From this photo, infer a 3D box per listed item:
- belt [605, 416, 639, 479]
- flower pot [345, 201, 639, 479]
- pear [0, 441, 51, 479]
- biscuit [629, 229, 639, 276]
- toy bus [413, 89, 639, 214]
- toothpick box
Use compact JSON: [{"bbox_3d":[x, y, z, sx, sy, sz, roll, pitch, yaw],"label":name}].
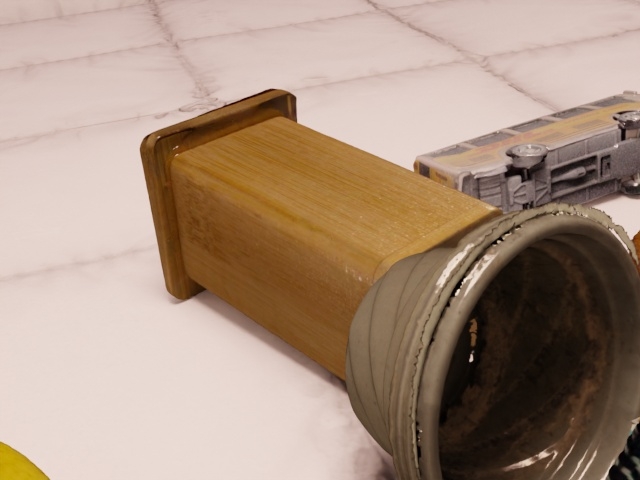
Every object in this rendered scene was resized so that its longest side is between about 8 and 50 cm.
[{"bbox_3d":[0.259,0.132,0.383,0.207,0.258,0.150,37,38,25],"label":"belt"},{"bbox_3d":[0.109,0.085,0.538,0.235,0.236,0.140,-23,19,-29],"label":"flower pot"},{"bbox_3d":[-0.283,0.223,0.372,0.340,0.192,0.386,4,31,17],"label":"pear"},{"bbox_3d":[0.406,0.022,0.782,0.187,0.027,0.188,-6,28,3],"label":"biscuit"},{"bbox_3d":[0.284,-0.094,0.950,0.342,0.097,0.138,-19,25,-21],"label":"toy bus"},{"bbox_3d":[0.000,0.000,0.747,0.187,0.190,0.308,-26,38,-36],"label":"toothpick box"}]
